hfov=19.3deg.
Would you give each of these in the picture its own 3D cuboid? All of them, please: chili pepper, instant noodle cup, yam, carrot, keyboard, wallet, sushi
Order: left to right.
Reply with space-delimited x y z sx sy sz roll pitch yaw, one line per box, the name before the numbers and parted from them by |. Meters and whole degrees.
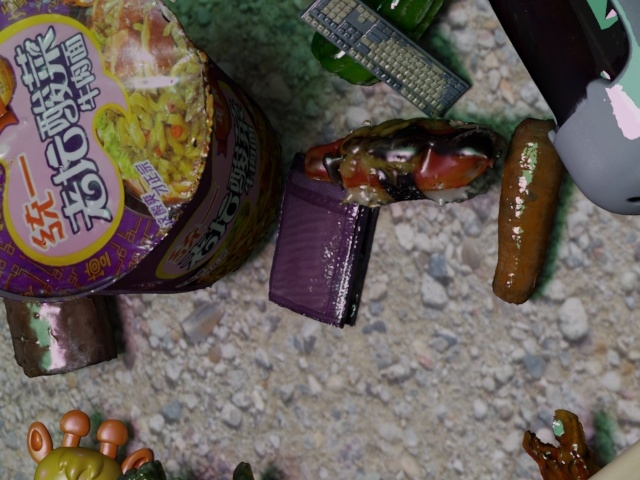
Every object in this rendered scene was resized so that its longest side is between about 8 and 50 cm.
yam | -0.309 0.012 2.114 0.131 0.131 0.279 -13 86 34
instant noodle cup | -0.198 -0.084 1.918 0.340 0.266 0.339 -5 78 25
wallet | -0.001 0.000 1.960 0.111 0.030 0.166 17 102 32
keyboard | 0.064 -0.186 1.849 0.176 0.014 0.055 36 119 -20
chili pepper | 0.082 -0.263 1.866 0.099 0.083 0.253 44 111 34
sushi | 0.089 -0.077 1.853 0.226 0.097 0.103 1 123 31
carrot | 0.198 -0.027 1.810 0.060 0.060 0.186 14 100 33

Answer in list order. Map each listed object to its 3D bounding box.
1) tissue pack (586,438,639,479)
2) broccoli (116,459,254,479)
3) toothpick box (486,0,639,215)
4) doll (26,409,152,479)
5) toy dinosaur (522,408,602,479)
tissue pack | 0.347 0.297 1.572 0.380 0.207 0.297 -38 60 10
broccoli | -0.154 0.389 1.936 0.334 0.272 0.324 10 96 37
toothpick box | 0.295 -0.182 1.645 0.263 0.263 0.354 -33 75 30
doll | -0.274 0.302 2.116 0.143 0.135 0.220 12 94 0
toy dinosaur | 0.202 0.377 1.809 0.208 0.097 0.432 -5 93 24
